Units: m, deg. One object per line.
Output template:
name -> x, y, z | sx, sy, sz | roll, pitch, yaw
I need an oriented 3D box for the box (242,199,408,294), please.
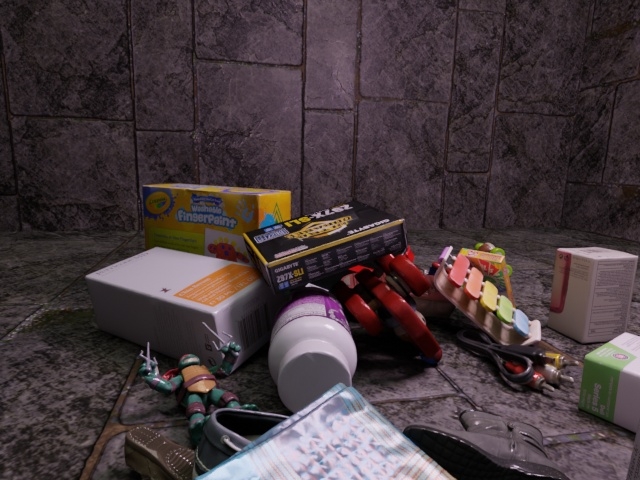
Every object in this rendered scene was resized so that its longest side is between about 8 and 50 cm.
box -> 0.000, 0.000, 0.988 | 0.322, 0.079, 0.257 | -18, 19, -15

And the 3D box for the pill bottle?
pill bottle -> -0.017, 0.212, 0.838 | 0.169, 0.169, 0.301 | 1, 11, -3

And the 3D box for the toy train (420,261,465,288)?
toy train -> 0.454, 0.137, 1.508 | 0.144, 0.105, 0.248 | 9, 8, -18

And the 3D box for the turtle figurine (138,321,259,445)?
turtle figurine -> -0.217, 0.251, 0.753 | 0.175, 0.118, 0.234 | -21, 36, -28

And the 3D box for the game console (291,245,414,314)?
game console -> 0.091, 0.097, 1.444 | 0.342, 0.060, 0.387 | -41, 32, -27

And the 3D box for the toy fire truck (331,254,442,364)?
toy fire truck -> 0.181, 0.167, 0.985 | 0.169, 0.254, 0.302 | -42, 15, -3

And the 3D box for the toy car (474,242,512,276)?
toy car -> 0.634, 0.110, 1.687 | 0.189, 0.148, 0.155 | -28, 10, -2

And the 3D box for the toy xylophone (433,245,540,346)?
toy xylophone -> 0.433, 0.144, 1.122 | 0.323, 0.081, 0.236 | 38, 28, 2

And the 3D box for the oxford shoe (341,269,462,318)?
oxford shoe -> 0.227, 0.171, 1.210 | 0.349, 0.130, 0.123 | 7, 26, 1

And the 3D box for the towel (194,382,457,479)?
towel -> 0.075, 0.308, 0.410 | 0.370, 0.040, 0.272 | 31, 28, 33

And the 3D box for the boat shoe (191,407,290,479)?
boat shoe -> -0.007, 0.290, 0.570 | 0.320, 0.099, 0.116 | 8, 7, -8

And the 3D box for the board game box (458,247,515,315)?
board game box -> 0.499, 0.133, 1.243 | 0.124, 0.259, 0.039 | 13, 55, 44

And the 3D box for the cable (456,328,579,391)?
cable -> 0.413, 0.274, 0.955 | 0.140, 0.072, 0.287 | -24, 10, -28

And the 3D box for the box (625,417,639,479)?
box -> 0.438, 0.208, 0.505 | 0.067, 0.323, 0.063 | 4, 14, 18

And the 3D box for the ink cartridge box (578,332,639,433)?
ink cartridge box -> 0.643, 0.276, 0.731 | 0.199, 0.114, 0.273 | -7, 13, -35

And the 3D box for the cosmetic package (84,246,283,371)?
cosmetic package -> -0.336, 0.151, 1.041 | 0.454, 0.161, 0.230 | 7, 23, 30

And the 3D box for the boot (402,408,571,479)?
boot -> 0.227, 0.304, 0.617 | 0.247, 0.083, 0.161 | 17, 8, 3

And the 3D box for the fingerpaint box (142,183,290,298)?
fingerpaint box -> -0.312, 0.024, 1.254 | 0.445, 0.370, 0.163 | 7, 12, 28

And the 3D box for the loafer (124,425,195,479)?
loafer -> -0.216, 0.317, 0.587 | 0.148, 0.050, 0.056 | 23, 10, 23

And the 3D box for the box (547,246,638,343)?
box -> 0.730, 0.142, 1.132 | 0.149, 0.232, 0.127 | -1, 11, -15
